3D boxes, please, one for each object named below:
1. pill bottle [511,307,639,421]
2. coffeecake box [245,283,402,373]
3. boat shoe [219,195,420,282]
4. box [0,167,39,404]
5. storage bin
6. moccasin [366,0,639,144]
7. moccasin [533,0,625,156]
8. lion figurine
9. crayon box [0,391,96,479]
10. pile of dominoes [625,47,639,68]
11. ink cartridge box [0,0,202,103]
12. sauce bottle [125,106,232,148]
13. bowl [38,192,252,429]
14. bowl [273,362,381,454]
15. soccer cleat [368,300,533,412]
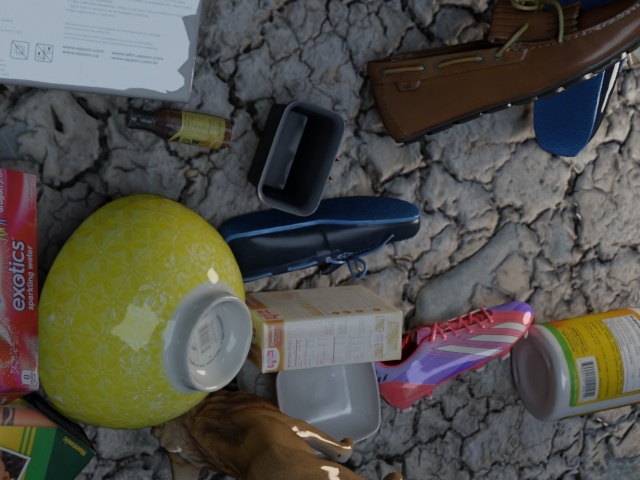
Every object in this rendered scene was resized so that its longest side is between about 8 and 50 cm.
[{"bbox_3d":[0.408,0.169,1.872,0.246,0.136,0.136,-8,106,-20],"label":"pill bottle"},{"bbox_3d":[-0.009,0.110,1.687,0.185,0.142,0.068,-3,104,-21],"label":"coffeecake box"},{"bbox_3d":[0.000,0.000,1.702,0.258,0.109,0.089,-6,113,-4],"label":"boat shoe"},{"bbox_3d":[-0.394,0.050,1.455,0.128,0.122,0.257,13,64,-41],"label":"box"},{"bbox_3d":[-0.033,-0.108,1.653,0.098,0.091,0.135,17,97,-24],"label":"storage bin"},{"bbox_3d":[0.241,-0.245,1.648,0.380,0.139,0.147,-17,100,24],"label":"moccasin"},{"bbox_3d":[0.346,-0.284,1.737,0.138,0.117,0.342,23,112,14],"label":"moccasin"},{"bbox_3d":[-0.050,0.270,1.574,0.240,0.392,0.142,26,81,-21],"label":"lion figurine"},{"bbox_3d":[-0.505,0.254,1.545,0.363,0.106,0.313,42,86,-25],"label":"crayon box"},{"bbox_3d":[0.429,-0.335,1.825,0.251,0.040,0.196,1,104,-13],"label":"pile of dominoes"},{"bbox_3d":[-0.290,-0.336,1.509,0.324,0.071,0.330,5,98,-22],"label":"ink cartridge box"},{"bbox_3d":[-0.173,-0.140,1.618,0.128,0.042,0.042,8,100,-21],"label":"sauce bottle"},{"bbox_3d":[-0.173,0.099,1.544,0.289,0.156,0.289,-26,123,-47],"label":"bowl"},{"bbox_3d":[0.004,0.205,1.766,0.142,0.053,0.142,-14,108,-17],"label":"bowl"},{"bbox_3d":[0.179,0.139,1.808,0.248,0.083,0.095,-31,107,-10],"label":"soccer cleat"}]
